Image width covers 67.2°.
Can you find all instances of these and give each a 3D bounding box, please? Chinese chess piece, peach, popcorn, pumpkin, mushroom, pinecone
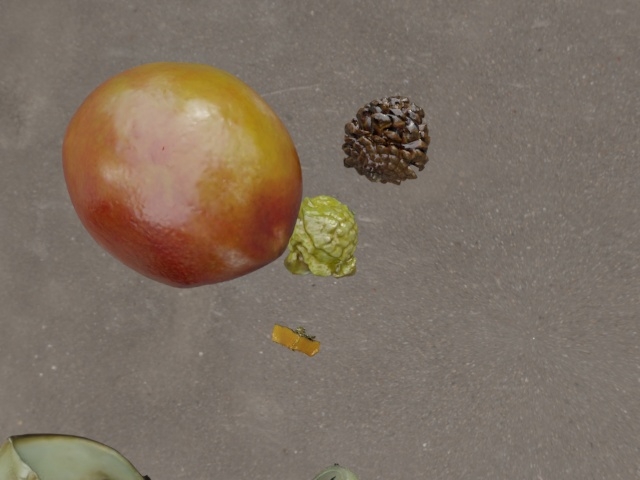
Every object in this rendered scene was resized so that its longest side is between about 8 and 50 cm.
[{"bbox_3d":[0.030,0.814,1.495,0.238,0.238,0.092,-40,101,12],"label":"Chinese chess piece"},{"bbox_3d":[-0.176,-0.082,0.660,0.332,0.308,0.308,35,95,22],"label":"peach"},{"bbox_3d":[0.000,0.000,1.315,0.237,0.206,0.251,-30,80,25],"label":"popcorn"},{"bbox_3d":[-0.050,0.203,0.998,0.083,0.074,0.054,15,76,42],"label":"pumpkin"},{"bbox_3d":[-0.427,0.483,0.834,0.292,0.217,0.212,7,72,39],"label":"mushroom"},{"bbox_3d":[0.122,-0.181,0.858,0.173,0.173,0.173,-5,78,23],"label":"pinecone"}]
